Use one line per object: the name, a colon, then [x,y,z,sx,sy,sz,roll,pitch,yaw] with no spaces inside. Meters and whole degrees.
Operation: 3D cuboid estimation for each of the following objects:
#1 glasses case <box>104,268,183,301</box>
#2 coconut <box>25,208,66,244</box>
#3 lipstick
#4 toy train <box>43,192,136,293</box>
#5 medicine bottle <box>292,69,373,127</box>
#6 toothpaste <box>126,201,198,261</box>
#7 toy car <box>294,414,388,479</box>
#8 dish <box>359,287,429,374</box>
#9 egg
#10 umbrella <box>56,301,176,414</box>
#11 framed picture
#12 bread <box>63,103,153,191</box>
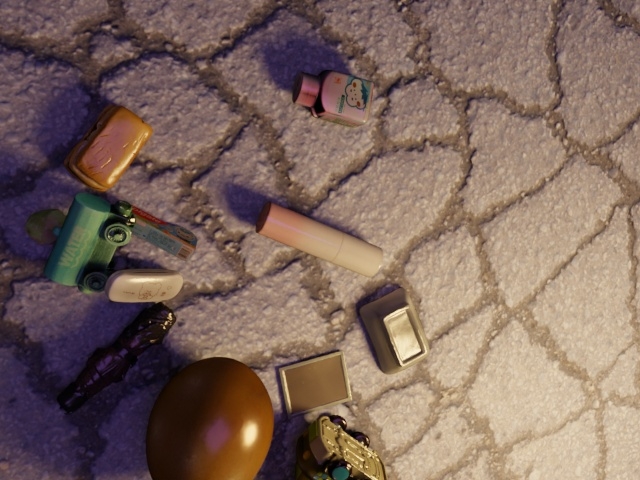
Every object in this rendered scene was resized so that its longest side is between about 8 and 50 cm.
glasses case: [-0.404,0.104,1.446,0.194,0.049,0.074,3,118,-51]
coconut: [-0.613,-0.030,1.396,0.082,0.081,0.083,14,72,-53]
lipstick: [0.000,0.000,1.596,0.327,0.087,0.087,23,86,-18]
toy train: [-0.513,0.005,1.386,0.159,0.101,0.248,23,112,-24]
medicine bottle: [0.029,-0.362,1.579,0.188,0.094,0.119,11,88,-19]
toothpaste: [-0.388,-0.024,1.488,0.194,0.070,0.044,30,113,-18]
toy car: [0.030,0.596,1.613,0.248,0.204,0.198,39,104,-15]
dish: [0.214,0.251,1.689,0.151,0.077,0.212,-24,100,-15]
egg: [-0.255,0.442,1.436,0.283,0.282,0.351,22,92,-19]
umbrella: [-0.471,0.274,1.455,0.326,0.090,0.094,-45,109,-11]
framed picture: [-0.013,0.380,1.656,0.183,0.011,0.141,-13,97,-18]
bread: [-0.485,-0.212,1.432,0.116,0.077,0.200,39,82,-25]
